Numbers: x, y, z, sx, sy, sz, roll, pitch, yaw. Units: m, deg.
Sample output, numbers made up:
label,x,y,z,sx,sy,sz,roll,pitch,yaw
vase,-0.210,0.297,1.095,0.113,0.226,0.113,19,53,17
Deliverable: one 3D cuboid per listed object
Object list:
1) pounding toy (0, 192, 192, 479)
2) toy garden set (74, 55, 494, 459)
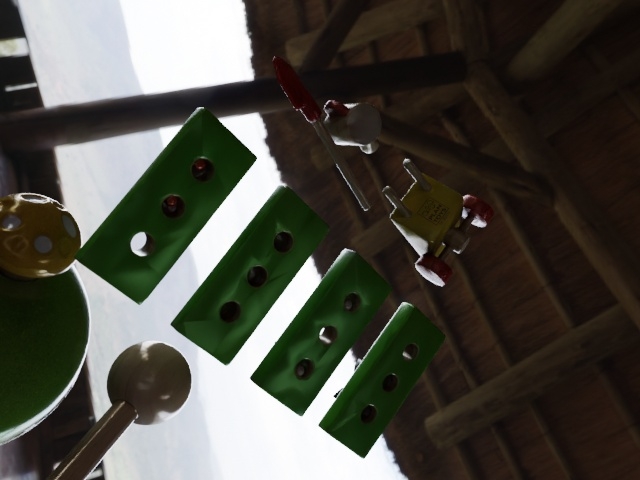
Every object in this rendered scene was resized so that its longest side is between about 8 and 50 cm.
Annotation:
label,x,y,z,sx,sy,sz,roll,pitch,yaw
pounding toy,-0.183,0.030,0.337,0.237,0.183,0.110,43,-57,3
toy garden set,0.000,0.000,0.419,0.244,0.204,0.049,43,-13,-29
